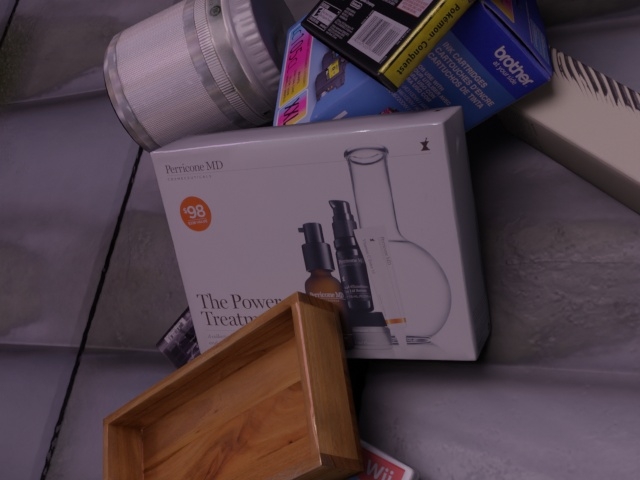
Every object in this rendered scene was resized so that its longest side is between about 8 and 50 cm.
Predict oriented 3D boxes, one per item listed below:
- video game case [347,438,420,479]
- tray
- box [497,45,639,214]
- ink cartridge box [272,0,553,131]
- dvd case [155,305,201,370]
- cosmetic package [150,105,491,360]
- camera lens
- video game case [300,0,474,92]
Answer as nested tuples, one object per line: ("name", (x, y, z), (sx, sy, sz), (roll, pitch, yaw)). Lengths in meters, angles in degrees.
("video game case", (-0.027, 0.357, 0.977), (0.204, 0.025, 0.285), (20, 81, 36))
("tray", (-0.127, 0.247, 1.024), (0.411, 0.076, 0.202), (-35, 50, 35))
("box", (0.336, -0.130, 1.003), (0.094, 0.113, 0.275), (-48, 54, 0))
("ink cartridge box", (0.132, -0.260, 1.069), (0.395, 0.151, 0.270), (-29, 39, 32))
("dvd case", (-0.122, 0.150, 1.182), (0.164, 0.018, 0.221), (-50, 52, -2))
("cosmetic package", (0.000, 0.000, 1.022), (0.377, 0.097, 0.284), (-3, 107, 25))
("camera lens", (-0.177, -0.262, 1.293), (0.274, 0.219, 0.219), (-20, 58, 20))
("video game case", (0.107, -0.311, 0.975), (0.248, 0.035, 0.275), (-48, 31, 7))
